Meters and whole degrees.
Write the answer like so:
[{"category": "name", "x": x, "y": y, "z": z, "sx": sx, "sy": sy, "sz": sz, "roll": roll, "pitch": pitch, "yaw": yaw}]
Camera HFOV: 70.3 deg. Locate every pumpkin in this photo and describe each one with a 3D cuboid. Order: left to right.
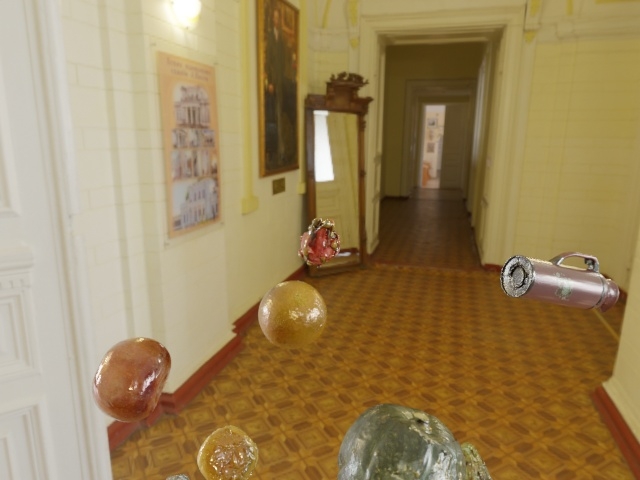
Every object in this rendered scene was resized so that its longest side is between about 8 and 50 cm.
[{"category": "pumpkin", "x": 0.194, "y": 0.534, "z": 1.087, "sx": 0.292, "sy": 0.257, "sz": 0.328, "roll": 23, "pitch": -1, "yaw": 21}]

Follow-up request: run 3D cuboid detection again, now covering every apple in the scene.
[{"category": "apple", "x": -0.452, "y": 0.326, "z": 1.078, "sx": 0.162, "sy": 0.201, "sz": 0.201, "roll": 19, "pitch": 12, "yaw": -4}]

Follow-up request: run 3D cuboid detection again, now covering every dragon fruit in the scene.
[{"category": "dragon fruit", "x": 0.000, "y": 0.000, "z": 1.499, "sx": 0.150, "sy": 0.207, "sz": 0.133, "roll": -16, "pitch": 59, "yaw": -28}]

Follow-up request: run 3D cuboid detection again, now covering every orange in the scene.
[{"category": "orange", "x": -0.109, "y": 0.290, "z": 1.767, "sx": 0.275, "sy": 0.273, "sz": 0.274, "roll": 1, "pitch": 13, "yaw": 0}]

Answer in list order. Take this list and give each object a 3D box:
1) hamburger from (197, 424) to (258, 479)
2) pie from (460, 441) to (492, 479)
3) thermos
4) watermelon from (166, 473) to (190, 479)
[{"category": "hamburger", "x": -0.364, "y": 0.864, "z": 1.804, "sx": 0.245, "sy": 0.244, "sz": 0.163, "roll": -4, "pitch": -23, "yaw": -20}, {"category": "pie", "x": 0.528, "y": 0.907, "z": 1.519, "sx": 0.181, "sy": 0.417, "sz": 0.395, "roll": -28, "pitch": -8, "yaw": 10}, {"category": "thermos", "x": 0.643, "y": 0.105, "z": 1.194, "sx": 0.331, "sy": 0.136, "sz": 0.109, "roll": 11, "pitch": -24, "yaw": -18}, {"category": "watermelon", "x": -0.228, "y": 0.469, "z": 0.768, "sx": 0.139, "sy": 0.071, "sz": 0.187, "roll": 54, "pitch": 9, "yaw": 31}]
